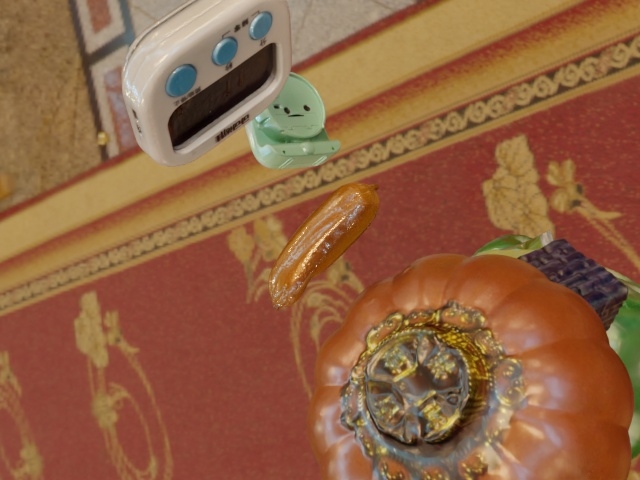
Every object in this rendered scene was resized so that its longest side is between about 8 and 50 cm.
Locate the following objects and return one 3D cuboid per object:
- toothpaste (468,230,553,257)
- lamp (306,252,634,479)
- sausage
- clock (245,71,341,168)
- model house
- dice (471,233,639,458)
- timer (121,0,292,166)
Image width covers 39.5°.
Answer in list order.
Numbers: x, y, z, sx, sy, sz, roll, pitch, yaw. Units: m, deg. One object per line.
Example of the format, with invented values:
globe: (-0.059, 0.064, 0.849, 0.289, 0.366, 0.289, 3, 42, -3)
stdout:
toothpaste: (0.247, 0.045, 1.282, 0.248, 0.047, 0.078, -17, 96, 51)
lamp: (0.096, 0.116, 0.603, 0.223, 0.196, 0.223, -10, 66, 25)
sausage: (0.000, 0.000, 1.002, 0.183, 0.054, 0.062, -46, 33, -4)
clock: (-0.063, -0.230, 1.569, 0.066, 0.159, 0.211, -34, 72, 50)
model house: (0.197, 0.101, 0.893, 0.211, 0.194, 0.170, -13, 96, 66)
dice: (0.374, 0.176, 1.419, 0.300, 0.297, 0.287, -66, 24, 8)
timer: (-0.155, -0.231, 1.224, 0.087, 0.262, 0.237, 44, 159, 20)
